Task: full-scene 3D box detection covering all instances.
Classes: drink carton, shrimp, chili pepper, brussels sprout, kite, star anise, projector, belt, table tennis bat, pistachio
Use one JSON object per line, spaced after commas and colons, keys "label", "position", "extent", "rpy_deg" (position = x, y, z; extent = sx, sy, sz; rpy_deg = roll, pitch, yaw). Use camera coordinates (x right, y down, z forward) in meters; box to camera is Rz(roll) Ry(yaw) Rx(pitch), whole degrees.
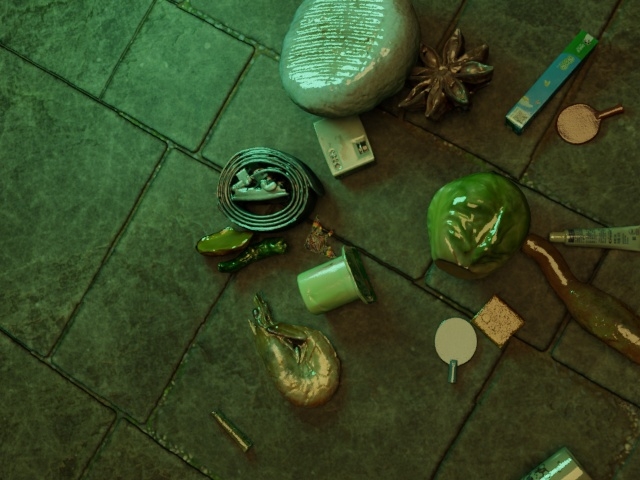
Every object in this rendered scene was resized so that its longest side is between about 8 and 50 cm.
{"label": "drink carton", "position": [0.032, 0.105, 1.689], "extent": [0.142, 0.144, 0.146], "rpy_deg": [-22, 80, 15]}
{"label": "shrimp", "position": [-0.066, 0.255, 1.730], "extent": [0.168, 0.077, 0.317], "rpy_deg": [-28, 83, -2]}
{"label": "chili pepper", "position": [-0.166, 0.035, 1.768], "extent": [0.182, 0.073, 0.050], "rpy_deg": [-24, 106, 5]}
{"label": "brussels sprout", "position": [0.353, -0.034, 1.606], "extent": [0.244, 0.244, 0.244], "rpy_deg": [-1, 84, 12]}
{"label": "kite", "position": [0.000, 0.000, 1.771], "extent": [0.090, 0.004, 0.122], "rpy_deg": [-30, 79, 7]}
{"label": "star anise", "position": [0.304, -0.378, 1.699], "extent": [0.236, 0.109, 0.223], "rpy_deg": [-14, 58, 24]}
{"label": "projector", "position": [0.062, -0.238, 1.755], "extent": [0.115, 0.061, 0.147], "rpy_deg": [-22, 80, 10]}
{"label": "belt", "position": [-0.120, -0.120, 1.754], "extent": [0.267, 0.116, 0.206], "rpy_deg": [7, 89, 15]}
{"label": "table tennis bat", "position": [0.628, -0.282, 1.664], "extent": [0.155, 0.019, 0.098], "rpy_deg": [-19, 80, 12]}
{"label": "pistachio", "position": [-0.232, 0.007, 1.783], "extent": [0.173, 0.049, 0.089], "rpy_deg": [-6, 44, 28]}
{"label": "table tennis bat", "position": [0.315, 0.257, 1.672], "extent": [0.100, 0.019, 0.155], "rpy_deg": [3, 83, 12]}

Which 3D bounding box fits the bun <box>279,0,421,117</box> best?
{"label": "bun", "position": [0.070, -0.441, 1.680], "extent": [0.362, 0.211, 0.362], "rpy_deg": [-9, 65, 20]}

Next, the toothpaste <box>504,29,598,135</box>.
{"label": "toothpaste", "position": [0.538, -0.366, 1.668], "extent": [0.050, 0.065, 0.266], "rpy_deg": [42, 94, 16]}

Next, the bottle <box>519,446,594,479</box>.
{"label": "bottle", "position": [0.479, 0.561, 1.557], "extent": [0.233, 0.110, 0.110], "rpy_deg": [-39, 78, 6]}

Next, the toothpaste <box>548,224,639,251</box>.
{"label": "toothpaste", "position": [0.631, -0.005, 1.624], "extent": [0.216, 0.037, 0.062], "rpy_deg": [0, 84, 8]}

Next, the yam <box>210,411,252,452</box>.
{"label": "yam", "position": [-0.219, 0.464, 1.755], "extent": [0.129, 0.027, 0.033], "rpy_deg": [45, 125, 11]}

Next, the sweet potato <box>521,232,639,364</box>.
{"label": "sweet potato", "position": [0.594, 0.135, 1.586], "extent": [0.109, 0.109, 0.385], "rpy_deg": [-45, 65, 4]}

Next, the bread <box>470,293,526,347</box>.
{"label": "bread", "position": [0.409, 0.186, 1.650], "extent": [0.094, 0.035, 0.090], "rpy_deg": [44, 93, 13]}
